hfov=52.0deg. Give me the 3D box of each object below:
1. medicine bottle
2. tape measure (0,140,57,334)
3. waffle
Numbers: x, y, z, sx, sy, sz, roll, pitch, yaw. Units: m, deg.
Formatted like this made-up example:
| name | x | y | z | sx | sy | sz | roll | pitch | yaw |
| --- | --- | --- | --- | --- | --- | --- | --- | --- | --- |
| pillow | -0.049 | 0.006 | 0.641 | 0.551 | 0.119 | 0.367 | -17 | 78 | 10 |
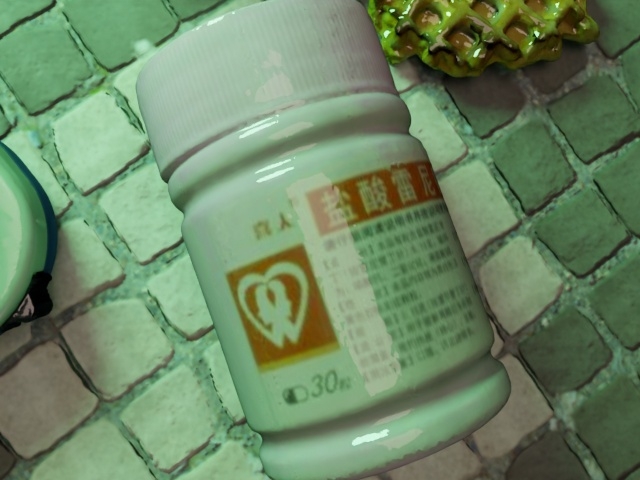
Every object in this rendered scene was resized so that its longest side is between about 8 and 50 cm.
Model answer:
| name | x | y | z | sx | sy | sz | roll | pitch | yaw |
| --- | --- | --- | --- | --- | --- | --- | --- | --- | --- |
| medicine bottle | 0.000 | 0.000 | 0.510 | 0.202 | 0.202 | 0.316 | -20 | 87 | -8 |
| tape measure | -0.371 | -0.048 | 0.520 | 0.215 | 0.098 | 0.351 | -38 | 97 | -7 |
| waffle | 0.154 | -0.274 | 0.633 | 0.243 | 0.059 | 0.238 | -12 | 82 | -9 |
